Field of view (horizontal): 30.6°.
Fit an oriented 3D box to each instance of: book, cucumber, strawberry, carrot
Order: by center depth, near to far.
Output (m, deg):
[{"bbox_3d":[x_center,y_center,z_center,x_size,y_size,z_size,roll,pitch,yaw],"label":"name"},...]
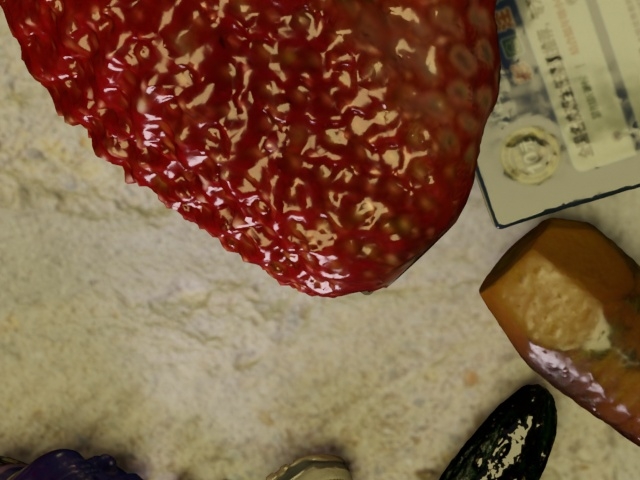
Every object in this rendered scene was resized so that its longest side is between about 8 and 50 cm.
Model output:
[{"bbox_3d":[-0.032,-0.130,0.745,0.312,0.267,0.351,-37,75,33],"label":"strawberry"},{"bbox_3d":[0.273,-0.202,0.801,0.427,0.039,0.300,-17,103,18],"label":"book"},{"bbox_3d":[0.256,0.106,0.873,0.302,0.114,0.114,40,112,-3],"label":"carrot"},{"bbox_3d":[0.104,0.242,0.969,0.303,0.072,0.081,-54,54,23],"label":"cucumber"}]

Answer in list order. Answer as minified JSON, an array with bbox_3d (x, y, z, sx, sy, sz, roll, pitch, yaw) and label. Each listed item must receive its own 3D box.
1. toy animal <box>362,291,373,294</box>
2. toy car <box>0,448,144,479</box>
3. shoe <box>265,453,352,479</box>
[{"bbox_3d":[0.000,0.000,0.904,0.098,0.098,0.137,-22,107,19],"label":"toy animal"},{"bbox_3d":[-0.271,0.271,1.027,0.158,0.172,0.235,42,108,13],"label":"toy car"},{"bbox_3d":[-0.018,0.270,0.978,0.089,0.092,0.180,13,108,-34],"label":"shoe"}]
